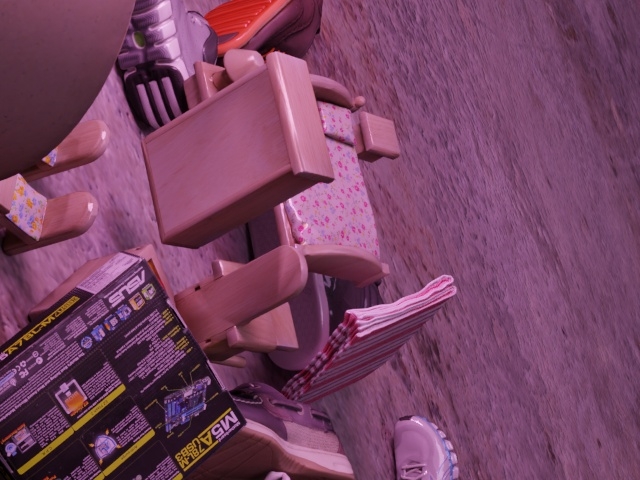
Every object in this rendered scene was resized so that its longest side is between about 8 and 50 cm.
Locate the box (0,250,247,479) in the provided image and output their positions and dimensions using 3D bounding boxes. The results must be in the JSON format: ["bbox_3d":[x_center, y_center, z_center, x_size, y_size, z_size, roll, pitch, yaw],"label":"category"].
[{"bbox_3d":[-0.177,0.137,1.306,0.191,0.045,0.184,-41,119,-22],"label":"box"}]

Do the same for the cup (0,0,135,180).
[{"bbox_3d":[-0.312,-0.200,1.020,0.237,0.331,0.331,-1,78,-55],"label":"cup"}]

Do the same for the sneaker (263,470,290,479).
[{"bbox_3d":[-0.081,0.258,1.472,0.152,0.054,0.061,-29,134,-45],"label":"sneaker"}]

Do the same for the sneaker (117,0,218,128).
[{"bbox_3d":[-0.161,-0.231,1.585,0.132,0.086,0.228,-48,129,-63],"label":"sneaker"}]

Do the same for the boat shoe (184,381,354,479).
[{"bbox_3d":[-0.068,0.182,1.533,0.285,0.103,0.092,26,41,-51],"label":"boat shoe"}]

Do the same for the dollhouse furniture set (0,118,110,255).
[{"bbox_3d":[-0.240,-0.145,1.298,0.212,0.161,0.242,43,42,-46],"label":"dollhouse furniture set"}]

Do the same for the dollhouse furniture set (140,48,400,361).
[{"bbox_3d":[0.029,-0.038,1.509,0.356,0.174,0.303,11,59,-48],"label":"dollhouse furniture set"}]

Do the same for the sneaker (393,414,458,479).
[{"bbox_3d":[0.117,0.296,1.844,0.083,0.071,0.190,-15,90,-56],"label":"sneaker"}]

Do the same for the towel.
[{"bbox_3d":[0.041,0.107,1.636,0.144,0.197,0.029,-20,71,-39],"label":"towel"}]

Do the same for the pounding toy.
[{"bbox_3d":[-0.156,0.086,1.405,0.141,0.100,0.130,67,29,-16],"label":"pounding toy"}]

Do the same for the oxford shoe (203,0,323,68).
[{"bbox_3d":[-0.052,-0.228,1.757,0.271,0.097,0.098,-50,126,-57],"label":"oxford shoe"}]

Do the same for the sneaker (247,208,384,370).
[{"bbox_3d":[0.000,0.000,1.740,0.147,0.105,0.295,20,66,-60],"label":"sneaker"}]
